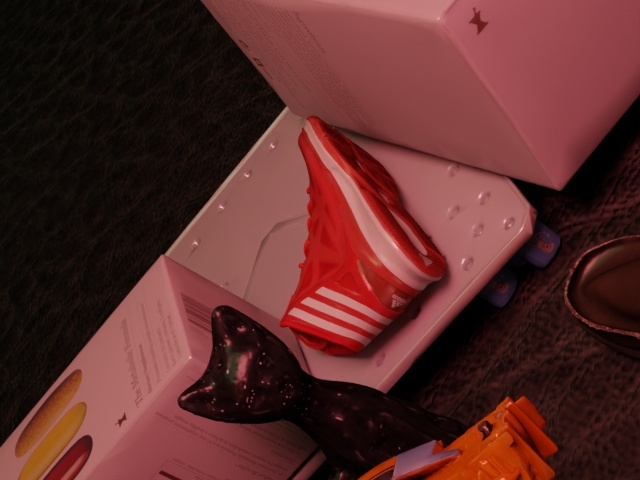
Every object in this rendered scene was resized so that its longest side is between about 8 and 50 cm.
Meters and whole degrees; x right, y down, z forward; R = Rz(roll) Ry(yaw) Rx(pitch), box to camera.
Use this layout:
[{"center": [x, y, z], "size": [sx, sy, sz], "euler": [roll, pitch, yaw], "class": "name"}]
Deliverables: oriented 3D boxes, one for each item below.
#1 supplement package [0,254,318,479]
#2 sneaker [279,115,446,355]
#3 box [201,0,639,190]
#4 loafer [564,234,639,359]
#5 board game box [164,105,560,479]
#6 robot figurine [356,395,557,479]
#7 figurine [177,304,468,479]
[{"center": [-0.131, 0.160, 1.060], "size": [0.244, 0.134, 0.139], "euler": [-49, 31, 16], "class": "supplement package"}, {"center": [0.000, 0.000, 1.065], "size": [0.128, 0.087, 0.221], "euler": [-48, 31, 13], "class": "sneaker"}, {"center": [0.090, -0.198, 1.062], "size": [0.215, 0.168, 0.345], "euler": [-49, 34, -12], "class": "box"}, {"center": [0.220, 0.024, 0.830], "size": [0.220, 0.078, 0.080], "euler": [1, 63, 55], "class": "loafer"}, {"center": [-0.010, 0.036, 1.179], "size": [0.390, 0.050, 0.390], "euler": [-49, 32, 15], "class": "board game box"}, {"center": [0.050, 0.229, 0.801], "size": [0.291, 0.211, 0.085], "euler": [-42, 5, 22], "class": "robot figurine"}, {"center": [-0.027, 0.175, 0.920], "size": [0.092, 0.209, 0.215], "euler": [1, 64, 56], "class": "figurine"}]
